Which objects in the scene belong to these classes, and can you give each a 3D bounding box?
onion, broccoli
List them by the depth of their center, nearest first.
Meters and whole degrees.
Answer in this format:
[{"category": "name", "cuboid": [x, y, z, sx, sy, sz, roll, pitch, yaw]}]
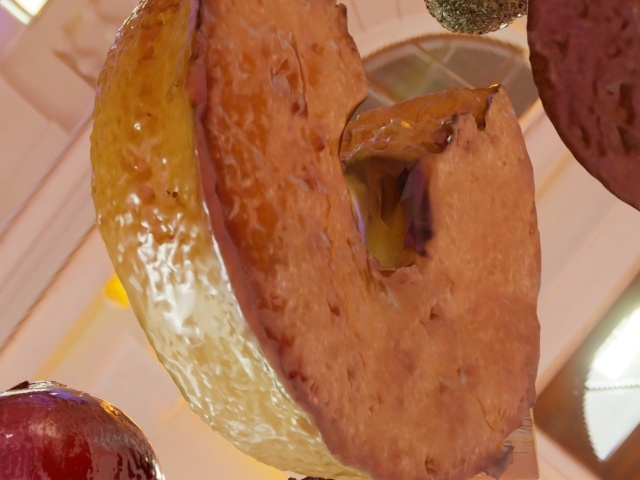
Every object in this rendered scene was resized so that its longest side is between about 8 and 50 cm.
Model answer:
[{"category": "broccoli", "cuboid": [0.149, -0.253, 1.082, 0.131, 0.130, 0.120, -3, -73, -63]}, {"category": "onion", "cuboid": [-0.291, 0.256, 1.136, 0.276, 0.276, 0.276, -39, -26, -23]}]

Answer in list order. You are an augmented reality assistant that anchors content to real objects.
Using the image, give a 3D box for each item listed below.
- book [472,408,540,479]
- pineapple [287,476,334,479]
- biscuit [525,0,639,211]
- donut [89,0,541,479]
[{"category": "book", "cuboid": [0.116, 0.214, 1.335, 0.374, 0.263, 0.028, 68, -158, -58]}, {"category": "pineapple", "cuboid": [0.029, 0.333, 1.098, 0.111, 0.237, 0.119, -32, -16, 11]}, {"category": "biscuit", "cuboid": [0.281, -0.129, 0.625, 0.063, 0.367, 0.314, -16, -53, -44]}, {"category": "donut", "cuboid": [0.000, 0.000, 0.859, 0.435, 0.163, 0.377, 30, -125, -44]}]
